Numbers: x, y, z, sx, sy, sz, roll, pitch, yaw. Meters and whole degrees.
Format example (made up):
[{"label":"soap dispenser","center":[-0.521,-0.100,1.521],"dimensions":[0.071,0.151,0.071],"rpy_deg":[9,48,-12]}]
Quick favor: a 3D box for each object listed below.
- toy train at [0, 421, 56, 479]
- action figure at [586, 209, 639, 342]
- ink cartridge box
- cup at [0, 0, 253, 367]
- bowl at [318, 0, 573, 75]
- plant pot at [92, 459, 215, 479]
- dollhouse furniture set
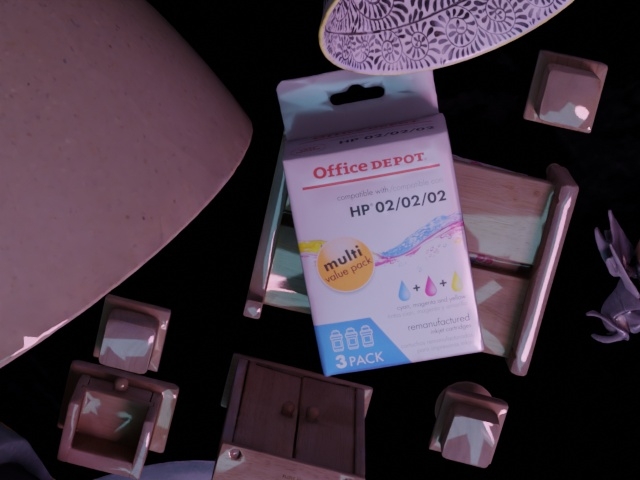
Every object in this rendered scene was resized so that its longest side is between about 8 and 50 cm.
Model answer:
[{"label":"toy train","center":[-0.284,0.154,1.050],"dimensions":[0.334,0.142,0.190],"rpy_deg":[30,156,28]},{"label":"action figure","center":[0.321,0.016,1.094],"dimensions":[0.285,0.099,0.185],"rpy_deg":[-24,140,24]},{"label":"ink cartridge box","center":[0.036,-0.015,0.955],"dimensions":[0.104,0.061,0.181],"rpy_deg":[-10,105,4]},{"label":"cup","center":[-0.235,-0.077,0.806],"dimensions":[0.331,0.331,0.237],"rpy_deg":[-24,109,19]},{"label":"bowl","center":[0.068,-0.168,0.854],"dimensions":[0.170,0.080,0.170],"rpy_deg":[-17,162,-6]},{"label":"plant pot","center":[-0.131,0.353,1.298],"dimensions":[0.293,0.196,0.293],"rpy_deg":[-12,139,-10]},{"label":"dollhouse furniture set","center":[0.000,0.000,1.083],"dimensions":[0.303,0.174,0.355],"rpy_deg":[14,106,-3]}]
